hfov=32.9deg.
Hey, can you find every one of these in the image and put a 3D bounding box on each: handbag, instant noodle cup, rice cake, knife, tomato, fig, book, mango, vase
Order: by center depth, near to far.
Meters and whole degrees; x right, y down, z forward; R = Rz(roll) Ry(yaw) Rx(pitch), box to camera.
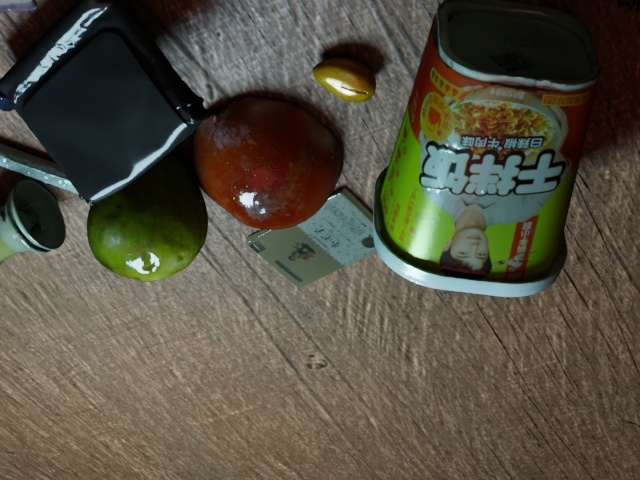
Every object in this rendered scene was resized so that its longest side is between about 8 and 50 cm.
[{"bbox_3d":[0.217,-0.129,1.397,0.293,0.294,0.308,7,130,-2],"label":"instant noodle cup"},{"bbox_3d":[-0.288,-0.191,1.447,0.247,0.080,0.223,-33,97,33],"label":"handbag"},{"bbox_3d":[0.032,-0.217,1.461,0.089,0.046,0.060,14,137,-3],"label":"mango"},{"bbox_3d":[-0.491,-0.209,1.541,0.121,0.018,0.031,14,143,-8],"label":"knife"},{"bbox_3d":[-0.076,-0.096,1.556,0.228,0.112,0.199,16,134,-15],"label":"tomato"},{"bbox_3d":[-0.251,-0.039,1.580,0.181,0.181,0.191,-1,95,7],"label":"fig"},{"bbox_3d":[-0.404,-0.102,1.634,0.207,0.033,0.033,19,136,-14],"label":"rice cake"},{"bbox_3d":[-0.560,0.018,1.687,0.321,0.173,0.173,-22,130,21],"label":"vase"},{"bbox_3d":[0.000,0.000,1.712,0.198,0.016,0.138,-27,128,30],"label":"book"}]

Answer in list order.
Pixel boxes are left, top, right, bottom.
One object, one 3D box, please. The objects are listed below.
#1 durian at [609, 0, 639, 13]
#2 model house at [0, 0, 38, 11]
[{"bbox_3d":[0.388,-0.326,1.279,0.148,0.091,0.188,-23,132,27],"label":"durian"},{"bbox_3d":[-0.463,-0.357,1.280,0.237,0.202,0.237,-15,173,-30],"label":"model house"}]
